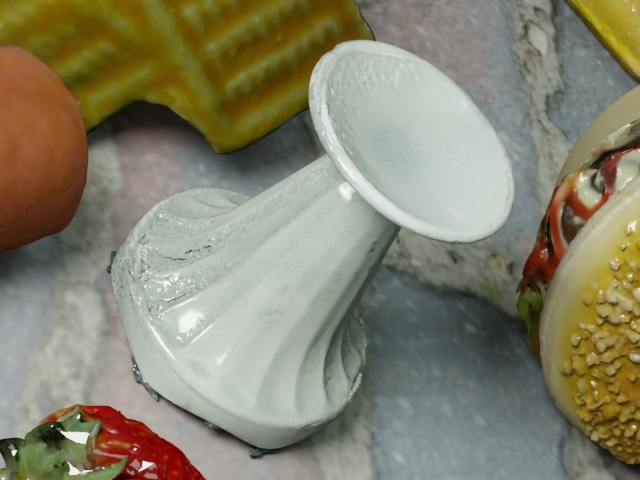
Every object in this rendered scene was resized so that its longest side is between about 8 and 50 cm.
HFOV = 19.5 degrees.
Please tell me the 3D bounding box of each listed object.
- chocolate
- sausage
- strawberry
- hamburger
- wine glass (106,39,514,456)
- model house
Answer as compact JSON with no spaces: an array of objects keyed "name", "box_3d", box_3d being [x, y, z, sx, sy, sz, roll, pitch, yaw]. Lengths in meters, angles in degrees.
[{"name":"chocolate","box_3d":[0.252,-0.173,1.478,0.086,0.085,0.219,-28,82,-49]},{"name":"sausage","box_3d":[-0.233,-0.028,0.903,0.259,0.113,0.113,-20,71,-49]},{"name":"strawberry","box_3d":[-0.102,0.150,0.867,0.148,0.131,0.131,54,28,-41]},{"name":"hamburger","box_3d":[0.274,0.026,1.168,0.302,0.302,0.170,27,34,-21]},{"name":"wine glass","box_3d":[0.000,0.000,1.014,0.165,0.196,0.165,25,42,-26]},{"name":"model house","box_3d":[-0.104,-0.157,1.109,0.268,0.173,0.239,-33,95,-19]}]
